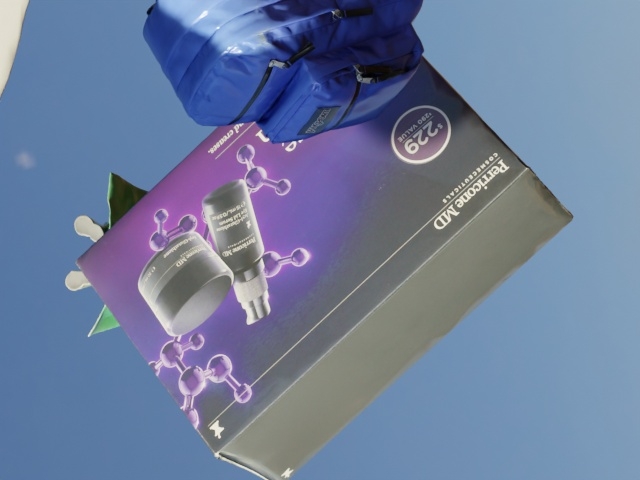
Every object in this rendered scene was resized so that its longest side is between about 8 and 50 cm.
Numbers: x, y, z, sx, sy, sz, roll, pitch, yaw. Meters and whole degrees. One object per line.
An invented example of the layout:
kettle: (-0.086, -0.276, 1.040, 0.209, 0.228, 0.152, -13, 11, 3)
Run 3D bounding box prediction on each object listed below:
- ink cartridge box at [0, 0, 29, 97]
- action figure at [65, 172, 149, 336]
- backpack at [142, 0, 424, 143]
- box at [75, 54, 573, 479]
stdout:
ink cartridge box: (-0.219, -0.144, 0.849, 0.131, 0.306, 0.226, 17, -94, -20)
action figure: (-0.124, 0.025, 1.590, 0.232, 0.063, 0.137, 13, -92, -52)
backpack: (-0.017, -0.102, 0.882, 0.120, 0.098, 0.101, -14, -115, -33)
box: (0.000, 0.000, 1.166, 0.184, 0.261, 0.103, 49, -174, 28)
